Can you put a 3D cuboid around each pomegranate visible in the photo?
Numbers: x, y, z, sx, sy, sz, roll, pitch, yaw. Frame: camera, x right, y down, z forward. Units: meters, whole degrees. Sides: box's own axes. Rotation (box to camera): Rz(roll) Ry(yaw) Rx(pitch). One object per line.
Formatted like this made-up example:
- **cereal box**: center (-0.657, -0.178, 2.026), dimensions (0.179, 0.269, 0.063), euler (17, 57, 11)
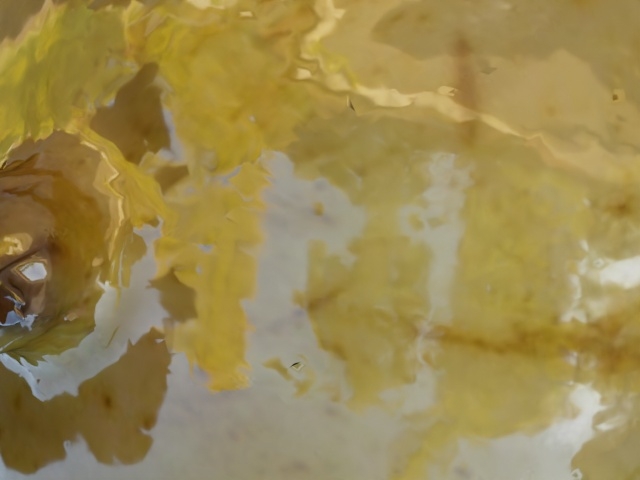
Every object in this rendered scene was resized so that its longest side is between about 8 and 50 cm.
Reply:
- **pomegranate**: center (0.000, 0.000, 0.644), dimensions (0.342, 0.342, 0.342), euler (16, 166, 4)
